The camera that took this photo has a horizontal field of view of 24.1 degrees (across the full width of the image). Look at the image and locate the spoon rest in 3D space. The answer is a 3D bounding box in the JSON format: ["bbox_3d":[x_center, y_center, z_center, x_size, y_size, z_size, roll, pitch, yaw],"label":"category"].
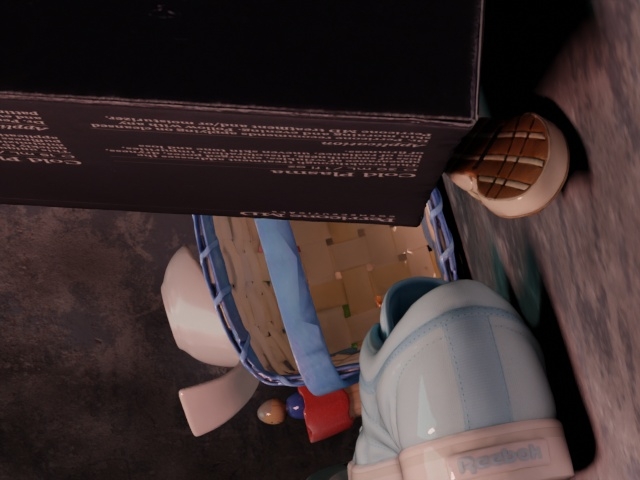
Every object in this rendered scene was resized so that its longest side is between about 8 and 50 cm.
[{"bbox_3d":[-0.114,0.101,1.565,0.276,0.084,0.137,-109,4,-62],"label":"spoon rest"}]

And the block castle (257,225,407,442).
[{"bbox_3d":[-0.019,0.005,1.591,0.453,0.213,0.303,79,175,-64],"label":"block castle"}]

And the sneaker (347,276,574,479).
[{"bbox_3d":[0.086,0.102,1.006,0.366,0.135,0.150,125,138,-76],"label":"sneaker"}]

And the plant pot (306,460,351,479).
[{"bbox_3d":[0.073,0.385,1.639,0.271,0.272,0.255,-118,27,-79],"label":"plant pot"}]

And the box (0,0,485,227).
[{"bbox_3d":[-0.102,-0.121,0.742,0.312,0.343,0.179,97,176,-82],"label":"box"}]

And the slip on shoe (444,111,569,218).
[{"bbox_3d":[0.098,-0.031,0.732,0.041,0.051,0.135,34,178,-13],"label":"slip on shoe"}]

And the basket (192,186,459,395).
[{"bbox_3d":[0.000,0.000,1.174,0.289,0.201,0.255,36,-142,-76],"label":"basket"}]
